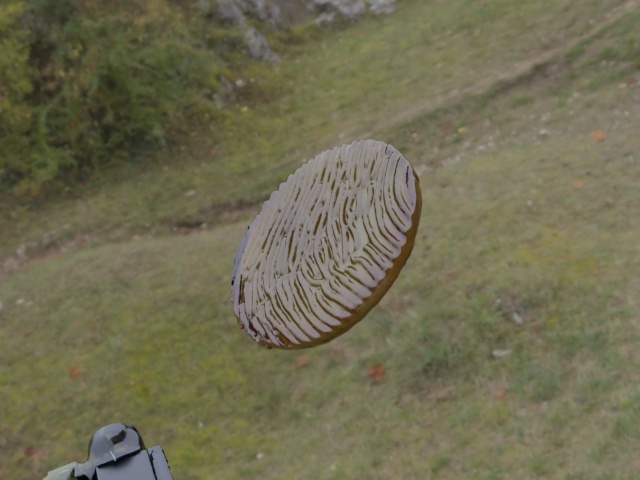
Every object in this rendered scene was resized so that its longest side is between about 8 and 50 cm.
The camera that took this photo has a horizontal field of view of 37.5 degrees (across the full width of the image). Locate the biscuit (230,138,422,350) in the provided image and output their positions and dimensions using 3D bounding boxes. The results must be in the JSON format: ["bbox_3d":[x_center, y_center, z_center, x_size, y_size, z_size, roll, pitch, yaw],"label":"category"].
[{"bbox_3d":[0.000,0.000,1.249,0.318,0.040,0.317,-27,44,29],"label":"biscuit"}]

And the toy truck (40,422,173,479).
[{"bbox_3d":[-0.232,0.252,0.749,0.257,0.127,0.127,-23,19,-11],"label":"toy truck"}]
